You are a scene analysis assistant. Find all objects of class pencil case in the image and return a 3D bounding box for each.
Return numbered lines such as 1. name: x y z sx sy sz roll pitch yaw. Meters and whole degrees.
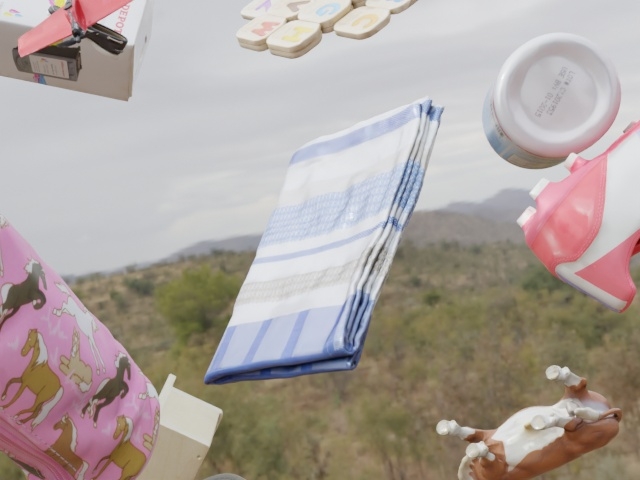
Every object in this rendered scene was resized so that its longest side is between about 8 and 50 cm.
1. pencil case: -0.271 0.099 0.807 0.160 0.167 0.386 24 -22 29

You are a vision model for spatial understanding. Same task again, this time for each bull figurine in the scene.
1. bull figurine: 0.287 0.303 1.383 0.310 0.101 0.188 -34 -44 14

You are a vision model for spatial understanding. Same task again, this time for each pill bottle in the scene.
1. pill bottle: 0.169 -0.100 0.721 0.087 0.087 0.160 -12 -1 4

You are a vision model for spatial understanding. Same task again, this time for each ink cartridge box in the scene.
1. ink cartridge box: -0.455 -0.383 1.622 0.306 0.226 0.131 9 -41 -6

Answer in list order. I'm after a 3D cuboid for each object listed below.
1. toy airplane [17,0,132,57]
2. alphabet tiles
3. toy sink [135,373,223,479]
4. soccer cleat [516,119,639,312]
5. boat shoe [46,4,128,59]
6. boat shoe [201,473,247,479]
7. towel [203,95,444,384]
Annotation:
1. toy airplane: -0.250 -0.249 0.966 0.151 0.151 0.028 -12 -39 19
2. alphabet tiles: 0.025 -0.334 1.248 0.284 0.021 0.278 -41 38 -20
3. toy sink: -0.277 0.383 1.808 0.131 0.152 0.234 26 11 -6
4. soccer cleat: 0.240 -0.054 0.627 0.248 0.095 0.083 -37 -18 -18
5. boat shoe: -0.350 -0.321 1.420 0.038 0.125 0.046 -49 21 23
6. boat shoe: -0.156 0.408 1.340 0.307 0.104 0.110 -16 32 48
7. towel: 0.000 0.000 0.882 0.034 0.285 0.209 39 -34 -29
